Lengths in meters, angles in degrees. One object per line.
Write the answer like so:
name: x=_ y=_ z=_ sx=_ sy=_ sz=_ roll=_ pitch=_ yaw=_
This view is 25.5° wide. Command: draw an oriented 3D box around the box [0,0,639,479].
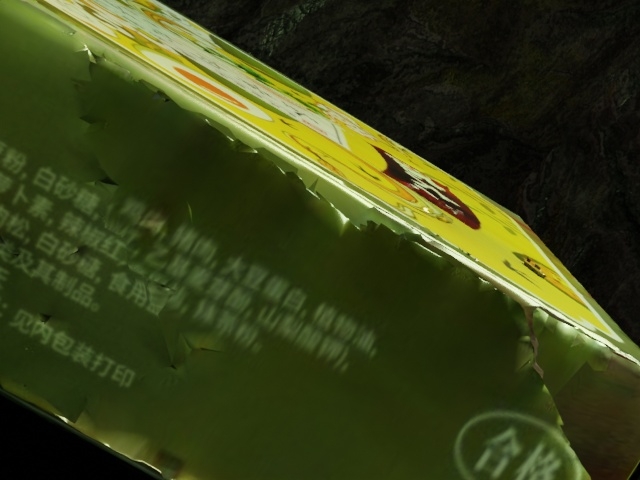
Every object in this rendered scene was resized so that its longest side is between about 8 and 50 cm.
box: x=-0.078 y=-0.025 z=0.656 sx=0.420 sy=0.138 sz=0.373 roll=30 pitch=7 yaw=-7
